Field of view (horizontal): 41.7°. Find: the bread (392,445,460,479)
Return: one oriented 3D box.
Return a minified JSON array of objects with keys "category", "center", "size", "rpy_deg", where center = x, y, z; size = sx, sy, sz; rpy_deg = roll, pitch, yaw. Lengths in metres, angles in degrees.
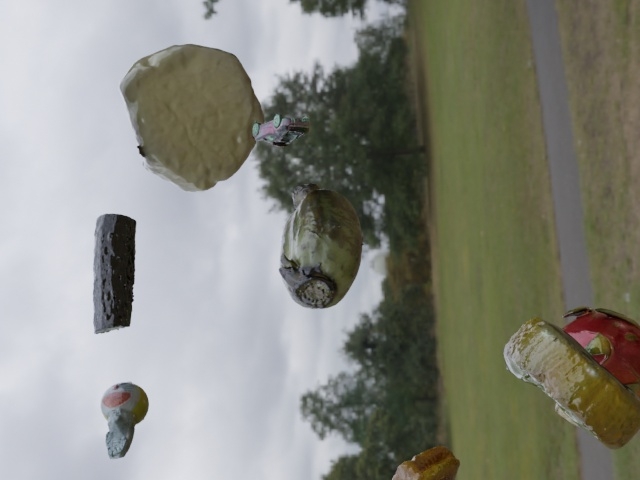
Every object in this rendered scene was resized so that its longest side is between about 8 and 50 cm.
[{"category":"bread","center":[0.168,0.489,1.481],"size":[0.077,0.139,0.271],"rpy_deg":[36,122,40]}]

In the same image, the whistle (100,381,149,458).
[{"category":"whistle","center":[-0.488,0.430,2.062],"size":[0.223,0.122,0.123],"rpy_deg":[-92,-5,-50]}]

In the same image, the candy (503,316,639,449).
[{"category":"candy","center":[0.430,0.242,1.428],"size":[0.118,0.260,0.260],"rpy_deg":[-51,-4,6]}]

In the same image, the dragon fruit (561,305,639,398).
[{"category":"dragon fruit","center":[0.550,0.241,1.677],"size":[0.224,0.227,0.224],"rpy_deg":[-162,90,-75]}]

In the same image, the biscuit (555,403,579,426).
[{"category":"biscuit","center":[0.579,0.376,1.807],"size":[0.152,0.152,0.020],"rpy_deg":[76,-151,-57]}]

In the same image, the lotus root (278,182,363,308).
[{"category":"lotus root","center":[0.000,0.000,1.602],"size":[0.309,0.173,0.173],"rpy_deg":[-91,-6,-48]}]

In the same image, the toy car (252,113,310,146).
[{"category":"toy car","center":[-0.076,-0.205,1.592],"size":[0.142,0.069,0.055],"rpy_deg":[-8,82,57]}]

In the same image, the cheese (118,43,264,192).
[{"category":"cheese","center":[-0.284,-0.271,1.820],"size":[0.318,0.326,0.115],"rpy_deg":[-69,21,2]}]

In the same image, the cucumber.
[{"category":"cucumber","center":[-0.380,0.059,1.516],"size":[0.062,0.078,0.211],"rpy_deg":[46,-141,-60]}]
